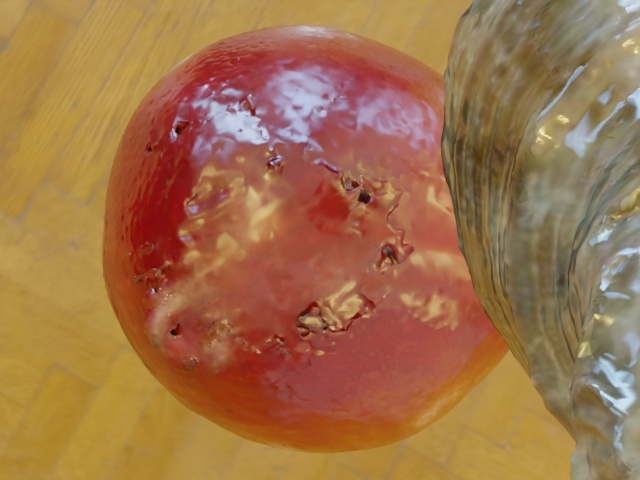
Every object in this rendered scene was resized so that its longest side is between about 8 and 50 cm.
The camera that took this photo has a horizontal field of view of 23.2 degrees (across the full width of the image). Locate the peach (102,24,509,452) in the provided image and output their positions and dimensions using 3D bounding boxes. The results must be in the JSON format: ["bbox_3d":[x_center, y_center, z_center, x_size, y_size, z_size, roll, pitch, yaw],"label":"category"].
[{"bbox_3d":[0.000,0.000,1.241,0.370,0.370,0.370,2,84,-16],"label":"peach"}]

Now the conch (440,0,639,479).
[{"bbox_3d":[0.179,0.017,0.541,0.297,0.210,0.352,9,61,12],"label":"conch"}]
